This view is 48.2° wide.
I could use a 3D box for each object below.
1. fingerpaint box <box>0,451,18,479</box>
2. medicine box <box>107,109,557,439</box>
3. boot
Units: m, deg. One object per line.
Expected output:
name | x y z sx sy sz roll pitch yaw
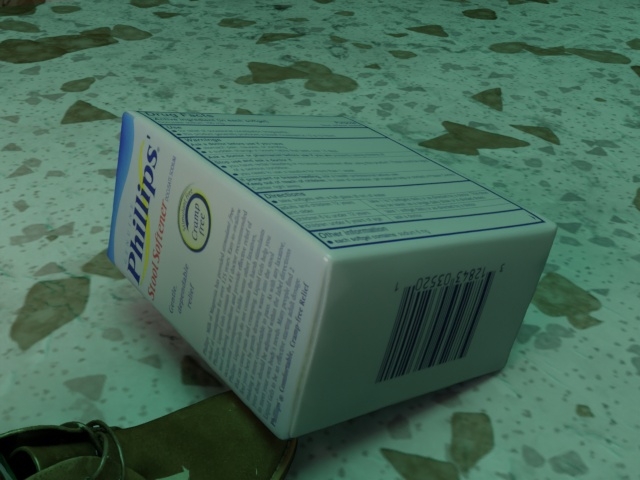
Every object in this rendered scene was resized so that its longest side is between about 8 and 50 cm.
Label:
fingerpaint box | -0.291 0.211 0.187 0.444 0.163 0.371 -37 46 -22
medicine box | 0.000 0.000 0.626 0.263 0.149 0.289 -7 30 -41
boot | -0.132 0.158 0.451 0.305 0.115 0.112 -23 37 -39
